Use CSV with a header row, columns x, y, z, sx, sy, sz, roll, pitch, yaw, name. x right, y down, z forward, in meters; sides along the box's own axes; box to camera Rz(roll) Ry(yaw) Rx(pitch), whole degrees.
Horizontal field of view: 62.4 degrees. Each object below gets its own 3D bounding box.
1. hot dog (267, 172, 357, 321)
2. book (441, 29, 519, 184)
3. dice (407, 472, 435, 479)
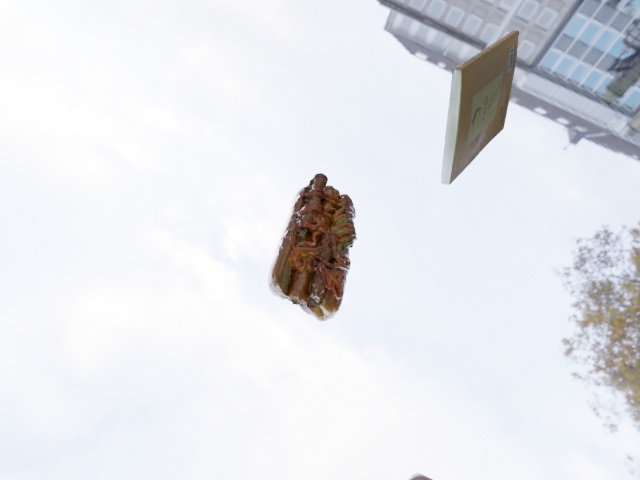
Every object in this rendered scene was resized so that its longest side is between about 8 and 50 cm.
x,y,z,sx,sy,sz,roll,pitch,yaw,name
0.000,0.000,1.077,0.158,0.117,0.349,29,-137,-13,hot dog
0.385,-0.324,1.255,0.032,0.269,0.389,19,-142,29,book
0.212,0.510,1.018,0.093,0.091,0.094,42,-117,-38,dice
